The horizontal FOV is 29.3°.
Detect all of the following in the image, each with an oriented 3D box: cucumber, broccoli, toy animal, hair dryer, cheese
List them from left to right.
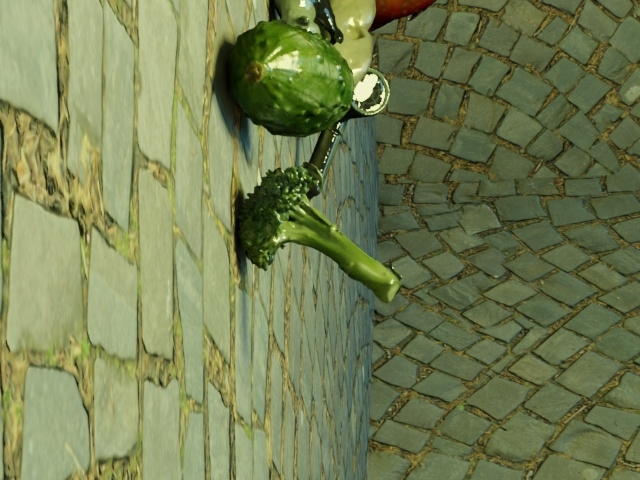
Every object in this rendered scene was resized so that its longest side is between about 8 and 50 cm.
[{"bbox_3d":[-0.045,-0.180,1.343,0.244,0.134,0.134,-20,108,-79],"label":"cucumber"},{"bbox_3d":[-0.020,-0.350,1.724,0.121,0.093,0.225,48,45,-53],"label":"toy animal"},{"bbox_3d":[-0.003,-0.152,1.942,0.195,0.078,0.248,1,-114,63],"label":"hair dryer"},{"bbox_3d":[0.000,0.001,1.359,0.122,0.204,0.118,-56,162,-9],"label":"broccoli"},{"bbox_3d":[0.011,-0.309,1.845,0.159,0.093,0.263,-41,-142,49],"label":"cheese"}]

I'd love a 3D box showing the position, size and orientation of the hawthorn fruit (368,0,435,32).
[{"bbox_3d":[0.093,-0.489,2.024,0.316,0.315,0.316,-2,90,-84],"label":"hawthorn fruit"}]
